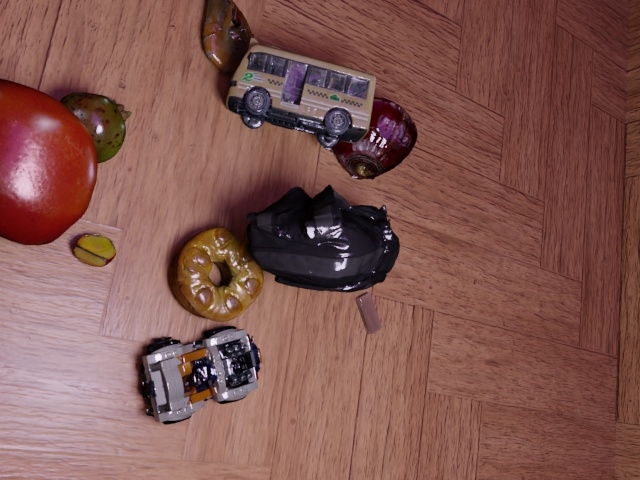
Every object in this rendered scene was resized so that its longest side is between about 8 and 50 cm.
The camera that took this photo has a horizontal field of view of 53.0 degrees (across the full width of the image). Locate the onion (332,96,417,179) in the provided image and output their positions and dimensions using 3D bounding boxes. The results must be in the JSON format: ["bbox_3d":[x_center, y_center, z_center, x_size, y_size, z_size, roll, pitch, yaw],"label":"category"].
[{"bbox_3d":[0.151,-0.312,1.829,0.206,0.207,0.216,38,59,-27],"label":"onion"}]

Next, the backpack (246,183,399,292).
[{"bbox_3d":[0.000,0.000,1.528,0.363,0.445,0.255,2,90,11],"label":"backpack"}]

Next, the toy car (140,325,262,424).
[{"bbox_3d":[-0.272,0.304,1.508,0.301,0.118,0.193,-9,86,-36],"label":"toy car"}]

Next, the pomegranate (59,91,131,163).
[{"bbox_3d":[-0.497,-0.258,1.418,0.159,0.159,0.205,56,30,-15],"label":"pomegranate"}]

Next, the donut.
[{"bbox_3d":[-0.252,0.083,1.550,0.226,0.113,0.227,5,81,-34],"label":"donut"}]

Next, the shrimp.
[{"bbox_3d":[-0.234,-0.579,1.686,0.152,0.063,0.288,9,82,-35],"label":"shrimp"}]

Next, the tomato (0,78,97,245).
[{"bbox_3d":[-0.595,-0.149,1.217,0.293,0.325,0.290,-67,164,-1],"label":"tomato"}]

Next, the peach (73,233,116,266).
[{"bbox_3d":[-0.504,0.026,1.425,0.083,0.050,0.077,-9,65,-44],"label":"peach"}]

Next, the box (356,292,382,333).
[{"bbox_3d":[0.139,0.211,1.851,0.048,0.025,0.115,-25,98,-39],"label":"box"}]

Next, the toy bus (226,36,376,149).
[{"bbox_3d":[-0.050,-0.372,1.650,0.365,0.177,0.202,13,84,-9],"label":"toy bus"}]
